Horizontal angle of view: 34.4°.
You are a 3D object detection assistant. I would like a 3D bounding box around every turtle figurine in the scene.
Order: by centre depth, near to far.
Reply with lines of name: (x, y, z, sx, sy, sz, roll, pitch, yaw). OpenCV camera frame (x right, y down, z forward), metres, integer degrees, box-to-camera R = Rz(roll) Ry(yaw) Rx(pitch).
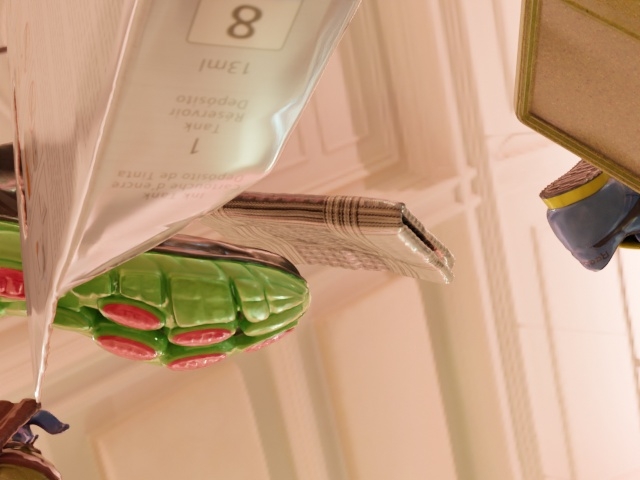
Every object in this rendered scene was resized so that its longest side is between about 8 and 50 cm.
turtle figurine: (-0.280, 0.292, 0.887, 0.198, 0.266, 0.274, 38, -97, -13)

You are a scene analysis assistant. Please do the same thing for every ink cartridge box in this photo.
ink cartridge box: (-0.101, -0.131, 0.543, 0.091, 0.385, 0.308, 0, -123, -22)

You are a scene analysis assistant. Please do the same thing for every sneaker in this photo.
sneaker: (0.256, -0.039, 0.872, 0.209, 0.069, 0.082, -33, -82, -45)
sneaker: (-0.230, -0.010, 1.010, 0.483, 0.185, 0.202, 16, -128, -17)

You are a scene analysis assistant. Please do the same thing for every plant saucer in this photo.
plant saucer: (0.192, -0.100, 0.651, 0.045, 0.188, 0.188, -44, -28, -20)

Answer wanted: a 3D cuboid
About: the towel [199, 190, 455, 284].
towel: (0.000, 0.000, 1.333, 0.324, 0.312, 0.056, 32, -116, -67)
